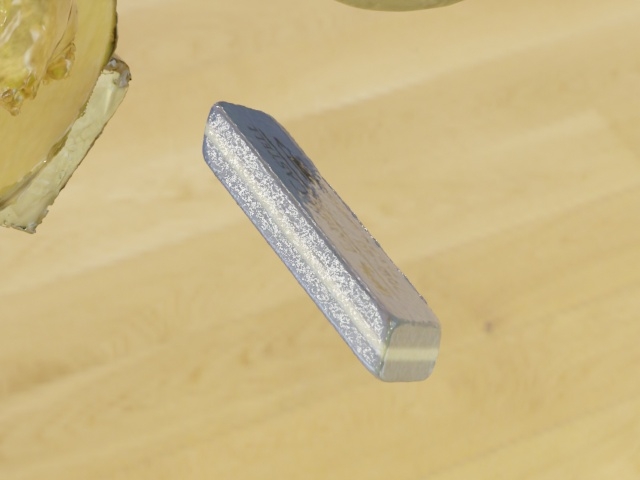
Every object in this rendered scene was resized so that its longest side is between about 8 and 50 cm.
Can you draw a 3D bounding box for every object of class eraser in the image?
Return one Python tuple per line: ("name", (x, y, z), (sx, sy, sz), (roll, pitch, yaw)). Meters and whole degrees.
("eraser", (0.000, 0.000, 1.272), (0.225, 0.036, 0.082), (51, 19, 23))

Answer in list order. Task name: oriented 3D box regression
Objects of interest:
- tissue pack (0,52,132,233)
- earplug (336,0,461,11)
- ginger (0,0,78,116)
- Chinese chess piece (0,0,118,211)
("tissue pack", (-0.368, -0.195, 1.668), (0.370, 0.198, 0.210), (42, 15, 27))
("earplug", (0.065, -0.442, 1.662), (0.312, 0.313, 0.394), (-10, 58, -12))
("ginger", (-0.229, -0.197, 0.969), (0.166, 0.236, 0.375), (-53, 35, -2))
("Chinese chess piece", (-0.253, -0.129, 1.304), (0.104, 0.257, 0.257), (31, 51, 23))
